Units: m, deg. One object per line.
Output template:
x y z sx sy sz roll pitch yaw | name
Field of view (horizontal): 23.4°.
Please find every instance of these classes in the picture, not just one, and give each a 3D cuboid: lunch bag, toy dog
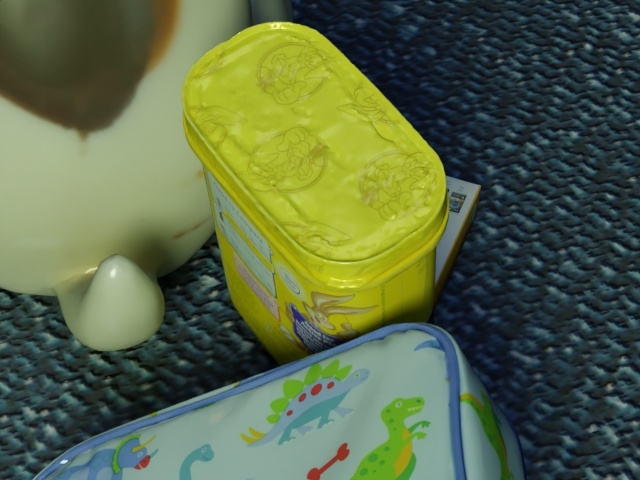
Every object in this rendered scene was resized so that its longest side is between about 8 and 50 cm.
-0.023 0.132 0.605 0.219 0.090 0.176 -22 37 16 | lunch bag
-0.150 -0.187 0.727 0.284 0.408 0.395 0 48 -2 | toy dog

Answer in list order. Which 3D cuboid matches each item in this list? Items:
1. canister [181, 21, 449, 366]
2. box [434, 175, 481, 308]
0.000 0.000 0.695 0.073 0.170 0.126 -34 64 -16 | canister
0.031 0.002 0.822 0.081 0.028 0.136 17 52 13 | box
